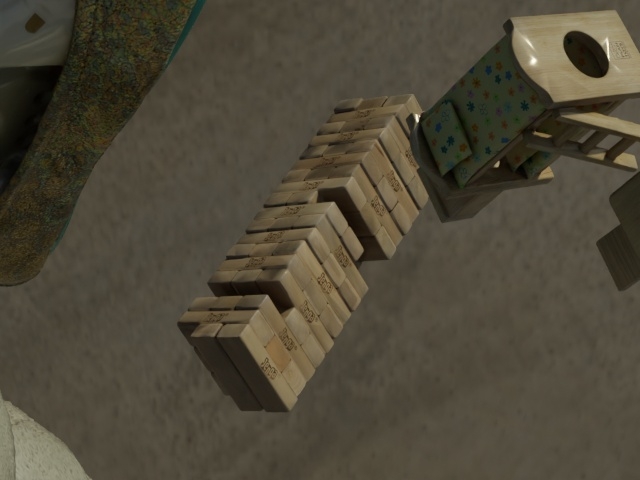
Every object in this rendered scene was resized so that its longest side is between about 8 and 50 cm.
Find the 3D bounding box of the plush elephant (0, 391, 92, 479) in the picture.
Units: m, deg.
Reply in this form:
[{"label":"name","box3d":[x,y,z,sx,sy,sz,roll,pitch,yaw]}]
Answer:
[{"label":"plush elephant","box3d":[-0.203,0.169,0.784,0.330,0.272,0.255,5,60,6]}]

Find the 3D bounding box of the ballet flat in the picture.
[{"label":"ballet flat","box3d":[-0.139,-0.086,0.811,0.123,0.348,0.123,15,50,-19]}]

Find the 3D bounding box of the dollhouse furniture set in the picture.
[{"label":"dollhouse furniture set","box3d":[0.122,-0.019,1.061,0.101,0.182,0.161,-9,66,-39]}]

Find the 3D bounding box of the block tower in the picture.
[{"label":"block tower","box3d":[0.000,0.000,1.582,0.091,0.097,0.335,-3,38,41]}]
